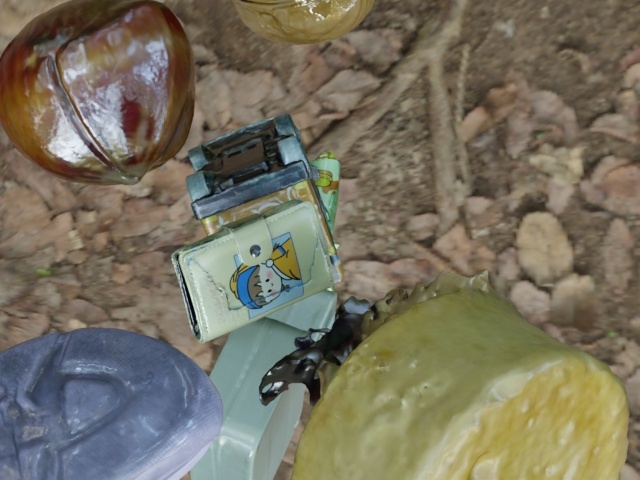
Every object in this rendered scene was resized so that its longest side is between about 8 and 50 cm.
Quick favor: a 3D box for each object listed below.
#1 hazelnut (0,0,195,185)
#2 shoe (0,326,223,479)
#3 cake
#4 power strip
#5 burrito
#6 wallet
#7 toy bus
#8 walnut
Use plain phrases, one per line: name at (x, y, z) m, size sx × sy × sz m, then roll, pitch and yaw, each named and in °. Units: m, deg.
hazelnut at (-0.248, -0.162, 1.445) m, size 0.229 × 0.229 × 0.230 m, roll 1°, pitch 87°, yaw -18°
shoe at (-0.149, 0.125, 0.626) m, size 0.245 × 0.137 × 0.095 m, roll -18°, pitch 57°, yaw 14°
cake at (0.083, 0.183, 1.228) m, size 0.332 × 0.321 × 0.332 m, roll -19°, pitch 122°, yaw -33°
power strip at (-0.044, 0.172, 1.464) m, size 0.141 × 0.229 × 0.261 m, roll 19°, pitch 58°, yaw 9°
burrito at (0.000, 0.000, 1.962) m, size 0.054 × 0.104 × 0.288 m, roll 0°, pitch 54°, yaw 5°
wallet at (-0.065, 0.029, 1.306) m, size 0.155 × 0.039 × 0.110 m, roll -24°, pitch 117°, yaw -22°
toy bus at (-0.073, -0.046, 1.709) m, size 0.161 × 0.323 × 0.194 m, roll -21°, pitch 107°, yaw 2°
walnut at (-0.026, -0.326, 1.603) m, size 0.167 × 0.207 × 0.167 m, roll -17°, pitch 111°, yaw -50°
